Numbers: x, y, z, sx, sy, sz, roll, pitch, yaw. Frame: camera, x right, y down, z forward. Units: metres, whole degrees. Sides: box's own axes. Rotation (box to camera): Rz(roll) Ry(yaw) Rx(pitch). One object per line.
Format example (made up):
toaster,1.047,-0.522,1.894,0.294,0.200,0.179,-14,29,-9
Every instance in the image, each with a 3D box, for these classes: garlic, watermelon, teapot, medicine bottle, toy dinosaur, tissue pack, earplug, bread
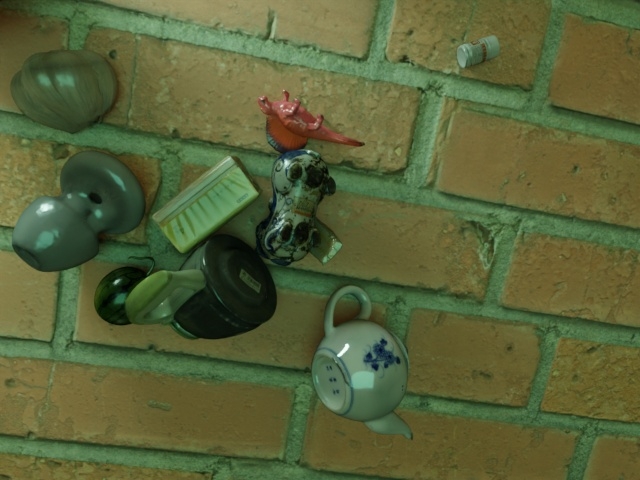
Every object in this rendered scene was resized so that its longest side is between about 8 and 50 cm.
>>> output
garlic,-0.586,-0.349,0.993,0.230,0.143,0.178,-26,99,-9
watermelon,-0.470,0.123,1.083,0.141,0.141,0.187,43,90,-10
teapot,0.126,0.322,1.130,0.280,0.252,0.423,-10,76,-36
medicine bottle,0.394,-0.473,1.091,0.089,0.057,0.057,-19,101,-2
toy dinosaur,-0.041,-0.262,1.097,0.286,0.070,0.139,30,106,-12
tissue pack,-0.265,-0.090,1.052,0.234,0.159,0.125,-37,101,2
earplug,-0.565,-0.062,1.024,0.325,0.175,0.214,-42,102,3
bread,-0.014,-0.011,1.094,0.105,0.152,0.077,39,94,-15
teapot,-0.273,0.150,1.028,0.239,0.321,0.239,-34,96,22

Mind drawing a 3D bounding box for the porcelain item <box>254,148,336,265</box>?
porcelain item,-0.075,-0.081,1.076,0.138,0.186,0.287,13,86,-32
